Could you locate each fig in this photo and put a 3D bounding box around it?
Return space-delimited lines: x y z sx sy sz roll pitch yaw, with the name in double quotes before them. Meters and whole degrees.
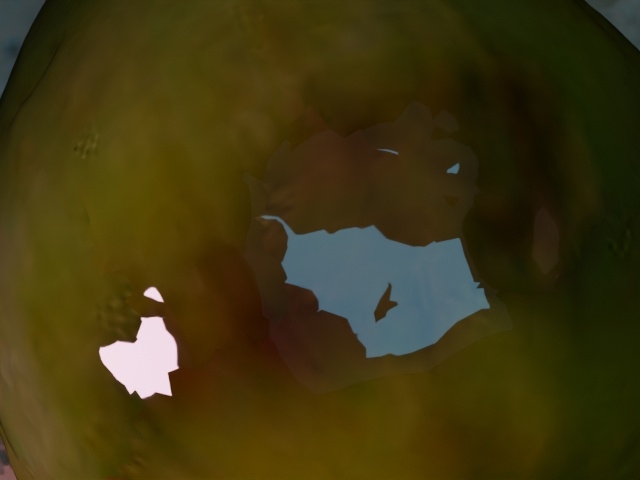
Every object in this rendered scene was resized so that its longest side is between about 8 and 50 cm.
"fig" 0.004 -0.001 0.528 0.207 0.207 0.230 -15 83 -13
